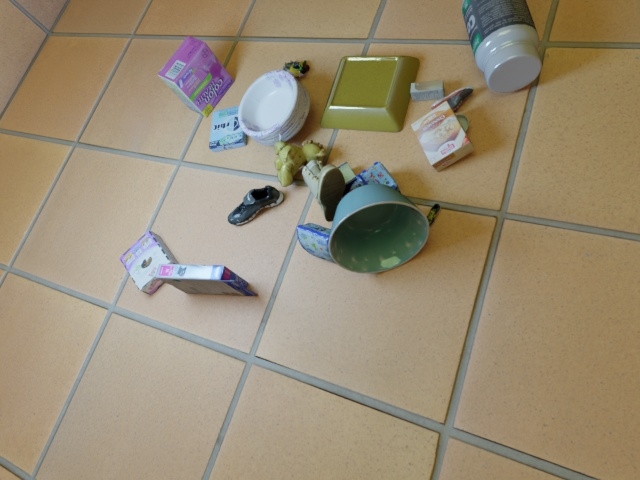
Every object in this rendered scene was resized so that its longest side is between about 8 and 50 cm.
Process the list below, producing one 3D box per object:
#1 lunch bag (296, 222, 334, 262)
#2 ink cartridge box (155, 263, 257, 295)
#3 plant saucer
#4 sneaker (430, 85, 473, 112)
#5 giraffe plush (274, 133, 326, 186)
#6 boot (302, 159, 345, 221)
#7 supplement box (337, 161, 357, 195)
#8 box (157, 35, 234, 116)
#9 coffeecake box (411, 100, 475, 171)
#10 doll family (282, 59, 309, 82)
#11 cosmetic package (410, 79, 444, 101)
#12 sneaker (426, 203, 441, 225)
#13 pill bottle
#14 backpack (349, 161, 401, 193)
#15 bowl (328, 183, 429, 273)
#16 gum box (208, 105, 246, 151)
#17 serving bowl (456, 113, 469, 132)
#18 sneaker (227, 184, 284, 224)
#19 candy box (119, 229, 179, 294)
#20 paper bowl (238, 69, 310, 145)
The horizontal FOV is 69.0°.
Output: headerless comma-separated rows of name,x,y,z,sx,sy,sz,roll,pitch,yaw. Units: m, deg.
lunch bag,0.000,0.000,1.558,0.129,0.151,0.096,19,77,27
ink cartridge box,-0.390,0.139,1.629,0.311,0.186,0.065,2,68,21
plant saucer,0.177,-0.581,1.771,0.333,0.081,0.332,10,72,24
sneaker,0.472,-0.485,1.643,0.158,0.061,0.064,-27,89,10
giraffe plush,-0.071,-0.308,1.720,0.171,0.210,0.181,-7,58,-14
boot,0.005,-0.210,1.587,0.095,0.262,0.203,-23,60,-7
supplement box,0.085,-0.219,1.670,0.083,0.056,0.083,-31,62,6
box,-0.526,-0.694,1.990,0.117,0.243,0.213,31,82,28
coffeecake box,0.412,-0.350,1.575,0.142,0.068,0.185,-32,60,24
doll family,-0.114,-0.680,1.930,0.111,0.076,0.192,21,83,22
cosmetic package,0.388,-0.541,1.685,0.115,0.060,0.041,1,69,20
sneaker,0.363,-0.086,1.521,0.031,0.035,0.083,24,79,28
pill bottle,0.615,-0.699,1.581,0.204,0.204,0.360,-12,64,16
backpack,0.171,-0.161,1.580,0.173,0.117,0.158,-31,62,8
bowl,0.165,-0.056,1.458,0.312,0.311,0.163,-23,47,11
gum box,-0.384,-0.472,1.961,0.157,0.041,0.184,-7,66,18
serving bowl,0.473,-0.391,1.604,0.083,0.027,0.083,-12,69,33
sneaker,-0.259,-0.141,1.740,0.234,0.106,0.078,-27,61,9
candy box,-0.668,0.086,1.823,0.165,0.070,0.196,-43,60,-1
paper bowl,-0.169,-0.502,1.813,0.284,0.148,0.284,-11,69,30
